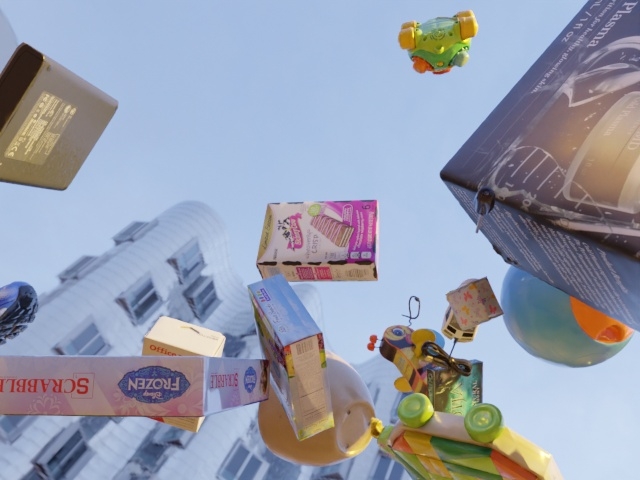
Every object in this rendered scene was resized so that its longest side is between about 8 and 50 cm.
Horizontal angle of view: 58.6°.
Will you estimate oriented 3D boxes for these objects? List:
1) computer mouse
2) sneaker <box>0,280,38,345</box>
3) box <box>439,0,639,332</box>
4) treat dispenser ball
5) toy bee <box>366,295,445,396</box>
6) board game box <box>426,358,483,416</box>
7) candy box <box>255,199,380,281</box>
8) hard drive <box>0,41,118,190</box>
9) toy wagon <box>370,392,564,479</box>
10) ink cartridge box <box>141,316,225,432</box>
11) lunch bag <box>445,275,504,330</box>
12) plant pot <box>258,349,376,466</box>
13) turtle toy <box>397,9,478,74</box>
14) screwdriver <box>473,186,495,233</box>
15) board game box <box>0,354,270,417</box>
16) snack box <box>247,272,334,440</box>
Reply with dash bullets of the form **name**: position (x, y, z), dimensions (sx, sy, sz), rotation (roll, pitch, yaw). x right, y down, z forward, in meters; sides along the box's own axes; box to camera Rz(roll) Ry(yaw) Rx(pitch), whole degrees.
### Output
- **computer mouse**: position (0.267, 0.157, 1.078), dimensions (0.106, 0.042, 0.193), rotation (20, -74, 4)
- **sneaker**: position (-0.557, 0.100, 0.785), dimensions (0.329, 0.130, 0.147), rotation (-14, -96, 3)
- **box**: position (0.526, -0.126, 0.821), dimensions (0.297, 0.480, 0.471), rotation (42, -2, -35)
- **treat dispenser ball**: position (0.546, 0.135, 1.260), dimensions (0.288, 0.288, 0.288), rotation (13, -53, 19)
- **toy bee**: position (0.194, 0.263, 1.305), dimensions (0.162, 0.298, 0.195), rotation (-3, -73, -18)
- **board game box**: position (0.267, 0.337, 1.128), dimensions (0.026, 0.126, 0.186), rotation (6, -82, 62)
- **candy box**: position (0.000, 0.000, 1.142), dimensions (0.233, 0.159, 0.071), rotation (-2, -37, 11)
- **hard drive**: position (-0.207, -0.085, 0.433), dimensions (0.022, 0.135, 0.094), rotation (32, -89, 0)
- **toy wagon**: position (0.216, 0.361, 0.929), dimensions (0.344, 0.068, 0.267), rotation (-5, -53, 43)
- **ink cartridge box**: position (-0.397, 0.374, 1.594), dimensions (0.196, 0.114, 0.273), rotation (17, -67, 1)
- **lunch bag**: position (0.248, 0.105, 0.938), dimensions (0.083, 0.053, 0.071), rotation (-40, -112, 53)
- **plant pot**: position (0.021, 0.414, 1.358), dimensions (0.191, 0.284, 0.284), rotation (6, -53, 50)
- **turtle toy**: position (0.151, -0.249, 0.724), dimensions (0.095, 0.130, 0.066), rotation (-6, -62, 15)
- **screwdriver**: position (0.202, -0.032, 0.707), dimensions (0.025, 0.170, 0.024), rotation (-20, -107, 11)
- **board game box**: position (-0.253, 0.185, 0.746), dimensions (0.317, 0.319, 0.066), rotation (-1, -103, 8)
- **snack box**: position (-0.049, 0.188, 0.931), dimensions (0.174, 0.070, 0.207), rotation (-132, -152, -53)
